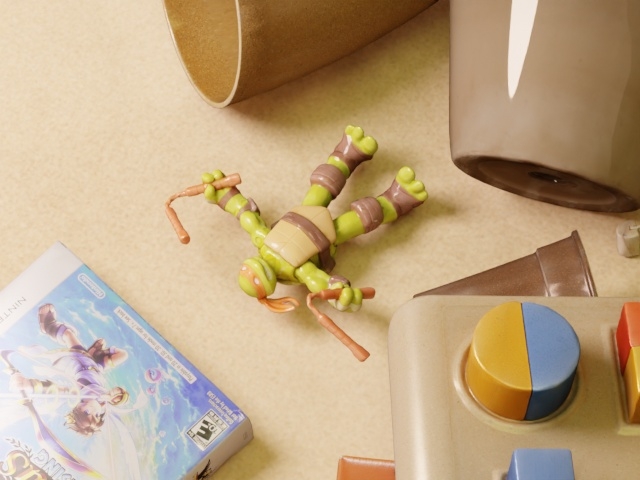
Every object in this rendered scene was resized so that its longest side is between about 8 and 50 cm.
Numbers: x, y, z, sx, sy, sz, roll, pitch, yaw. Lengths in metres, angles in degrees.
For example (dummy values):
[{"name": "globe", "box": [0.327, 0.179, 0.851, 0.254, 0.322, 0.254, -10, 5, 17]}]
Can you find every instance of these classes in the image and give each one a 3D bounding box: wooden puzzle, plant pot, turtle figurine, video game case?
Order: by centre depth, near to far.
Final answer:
[{"name": "wooden puzzle", "box": [0.234, 0.165, 1.566, 0.348, 0.080, 0.322, -2, 52, 0]}, {"name": "plant pot", "box": [0.177, 0.089, 1.779, 0.165, 0.167, 0.167, -13, 64, 4]}, {"name": "video game case", "box": [-0.243, 0.171, 1.811, 0.269, 0.061, 0.244, 41, 73, 20]}, {"name": "plant pot", "box": [0.247, -0.186, 1.850, 0.323, 0.323, 0.280, 14, 83, 10]}, {"name": "turtle figurine", "box": [0.000, 0.000, 1.867, 0.269, 0.087, 0.217, 37, 63, 28]}, {"name": "plant pot", "box": [-0.009, -0.274, 1.941, 0.254, 0.237, 0.237, -14, 63, -19]}]

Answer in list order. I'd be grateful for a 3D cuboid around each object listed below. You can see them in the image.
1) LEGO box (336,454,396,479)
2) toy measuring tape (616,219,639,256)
[{"name": "LEGO box", "box": [0.247, 0.401, 1.597, 0.500, 0.193, 0.372, 4, 65, 5]}, {"name": "toy measuring tape", "box": [0.418, 0.073, 1.802, 0.330, 0.121, 0.121, 17, 66, 21]}]
